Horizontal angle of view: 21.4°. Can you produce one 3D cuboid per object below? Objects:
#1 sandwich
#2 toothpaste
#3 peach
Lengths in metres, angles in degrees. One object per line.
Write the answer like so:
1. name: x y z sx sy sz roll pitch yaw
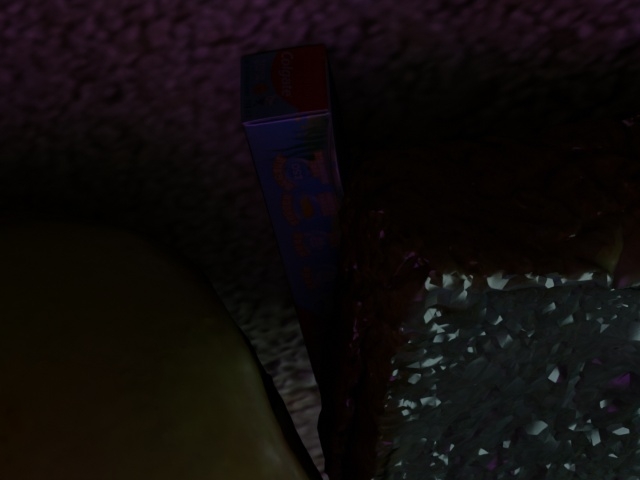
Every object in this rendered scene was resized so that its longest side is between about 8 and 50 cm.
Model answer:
1. sandwich: 0.149 0.049 0.834 0.301 0.099 0.271 -10 137 -12
2. toothpaste: 0.000 0.000 0.847 0.044 0.070 0.193 -9 135 6
3. peach: -0.146 0.148 0.826 0.315 0.314 0.281 -44 132 1
